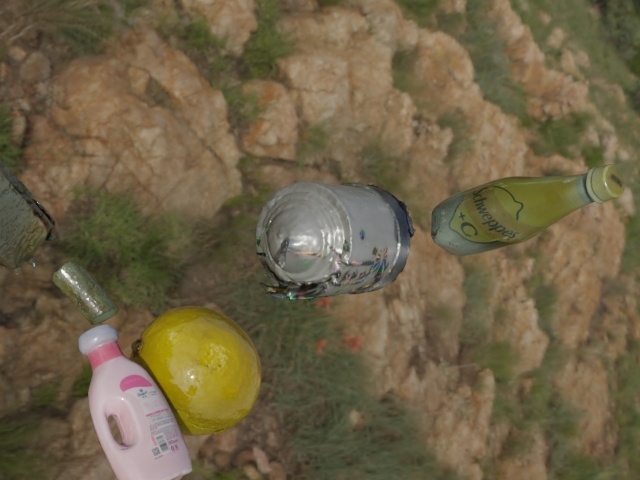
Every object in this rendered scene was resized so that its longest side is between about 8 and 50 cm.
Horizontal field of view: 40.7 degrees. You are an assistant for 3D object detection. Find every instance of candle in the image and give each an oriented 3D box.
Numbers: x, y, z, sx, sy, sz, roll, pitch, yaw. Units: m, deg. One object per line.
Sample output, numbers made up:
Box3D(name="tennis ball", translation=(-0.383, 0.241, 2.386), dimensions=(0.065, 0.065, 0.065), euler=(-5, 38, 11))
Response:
Box3D(name="candle", translation=(0.000, 0.000, 1.322), dimensions=(0.330, 0.187, 0.188), euler=(-2, 79, -58))

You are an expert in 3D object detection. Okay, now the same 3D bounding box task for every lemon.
Box3D(name="lemon", translation=(-0.273, 0.289, 1.894), dimensions=(0.297, 0.297, 0.297), euler=(29, 54, -49))

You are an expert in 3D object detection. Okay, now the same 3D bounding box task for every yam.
Box3D(name="yam", translation=(-0.303, 0.069, 1.113), dimensions=(0.094, 0.043, 0.043), euler=(52, 36, -10))

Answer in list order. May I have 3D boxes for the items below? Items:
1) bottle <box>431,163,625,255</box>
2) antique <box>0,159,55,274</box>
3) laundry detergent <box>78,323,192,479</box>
Box3D(name="bottle", translation=(0.239, -0.041, 1.021), dimensions=(0.083, 0.269, 0.083), euler=(9, 73, -31))
Box3D(name="antique", translation=(-0.563, -0.054, 1.458), dimensions=(0.125, 0.150, 0.284), euler=(-55, 152, -17))
Box3D(name="laundry detergent", translation=(-0.376, 0.324, 1.677), dimensions=(0.159, 0.088, 0.335), euler=(-13, 67, -44))
